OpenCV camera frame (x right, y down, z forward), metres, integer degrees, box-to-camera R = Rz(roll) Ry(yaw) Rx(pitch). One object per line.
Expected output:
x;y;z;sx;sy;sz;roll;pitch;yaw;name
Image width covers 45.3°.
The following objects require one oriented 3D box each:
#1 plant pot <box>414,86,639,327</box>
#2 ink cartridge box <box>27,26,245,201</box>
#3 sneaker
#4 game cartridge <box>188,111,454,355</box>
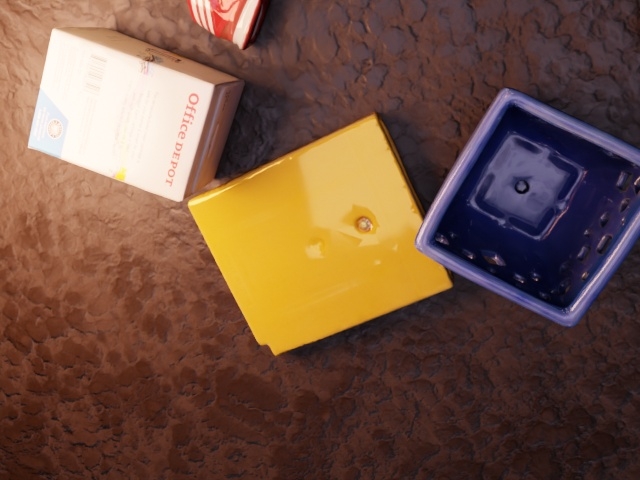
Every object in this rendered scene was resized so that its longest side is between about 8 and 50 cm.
0.281;-0.060;1.020;0.236;0.212;0.236;28;108;1;plant pot
-0.254;-0.184;1.092;0.232;0.168;0.171;21;107;3;ink cartridge box
-0.120;-0.390;1.062;0.128;0.087;0.221;23;106;1;sneaker
0.000;0.000;1.169;0.323;0.053;0.285;-22;100;16;game cartridge
